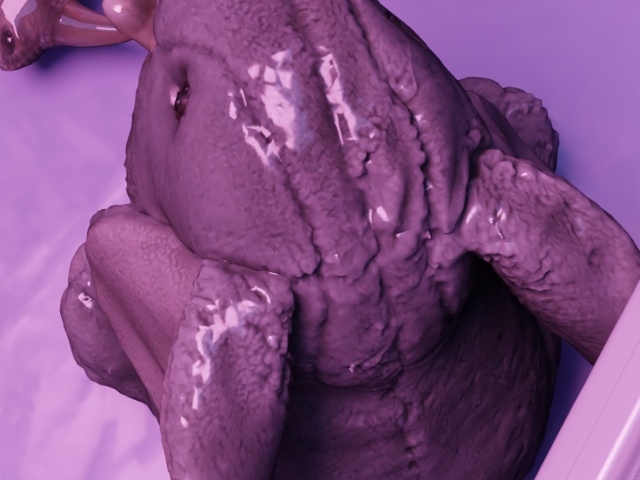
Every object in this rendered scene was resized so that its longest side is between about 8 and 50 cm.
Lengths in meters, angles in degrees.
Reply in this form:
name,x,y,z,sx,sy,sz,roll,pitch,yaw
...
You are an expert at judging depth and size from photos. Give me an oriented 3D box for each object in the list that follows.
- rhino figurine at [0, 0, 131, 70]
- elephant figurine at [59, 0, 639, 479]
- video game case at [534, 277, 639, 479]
name,x,y,z,sx,sy,sz,roll,pitch,yaw
rhino figurine,-0.151,-0.139,0.654,0.243,0.073,0.106,36,89,12
elephant figurine,0.000,0.000,0.508,0.186,0.239,0.169,27,80,3
video game case,0.140,0.049,0.518,0.023,0.193,0.212,23,82,47
